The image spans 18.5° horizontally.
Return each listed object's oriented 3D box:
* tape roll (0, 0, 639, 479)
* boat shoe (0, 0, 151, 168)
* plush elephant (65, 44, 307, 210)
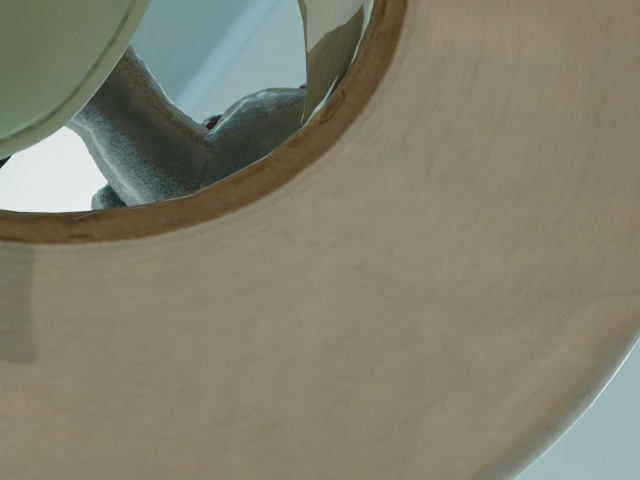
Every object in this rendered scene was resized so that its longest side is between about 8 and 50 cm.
[{"bbox_3d":[-0.085,-0.075,0.511,0.392,0.072,0.392,9,-121,-16],"label":"tape roll"},{"bbox_3d":[-0.215,-0.067,0.986,0.127,0.340,0.113,37,-179,-29],"label":"boat shoe"},{"bbox_3d":[0.000,0.000,1.288,0.272,0.255,0.330,-26,-110,-7],"label":"plush elephant"}]
